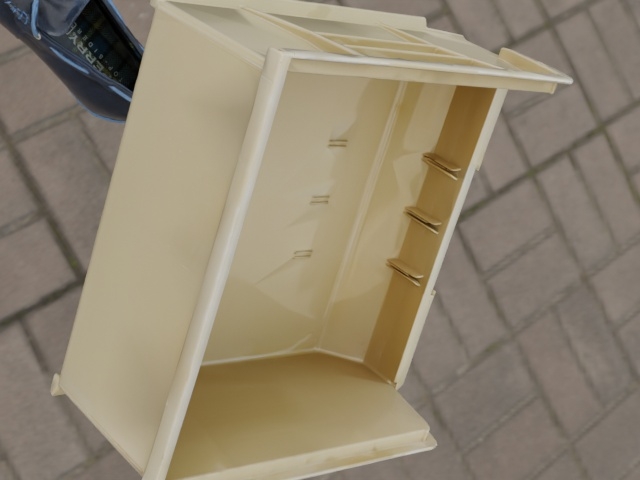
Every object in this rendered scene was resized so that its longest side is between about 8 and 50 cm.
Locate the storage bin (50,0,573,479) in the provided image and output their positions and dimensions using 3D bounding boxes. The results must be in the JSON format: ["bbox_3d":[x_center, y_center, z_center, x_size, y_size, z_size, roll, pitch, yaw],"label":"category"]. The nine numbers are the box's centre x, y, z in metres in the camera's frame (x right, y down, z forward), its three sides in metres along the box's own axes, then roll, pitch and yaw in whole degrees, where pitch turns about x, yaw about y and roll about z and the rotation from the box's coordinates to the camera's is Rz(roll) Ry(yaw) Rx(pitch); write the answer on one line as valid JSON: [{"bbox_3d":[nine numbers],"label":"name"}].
[{"bbox_3d":[0.000,0.000,0.776,0.260,0.123,0.262,-2,117,-44],"label":"storage bin"}]

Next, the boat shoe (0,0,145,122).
[{"bbox_3d":[-0.211,-0.204,1.074,0.258,0.089,0.109,42,66,-37],"label":"boat shoe"}]
